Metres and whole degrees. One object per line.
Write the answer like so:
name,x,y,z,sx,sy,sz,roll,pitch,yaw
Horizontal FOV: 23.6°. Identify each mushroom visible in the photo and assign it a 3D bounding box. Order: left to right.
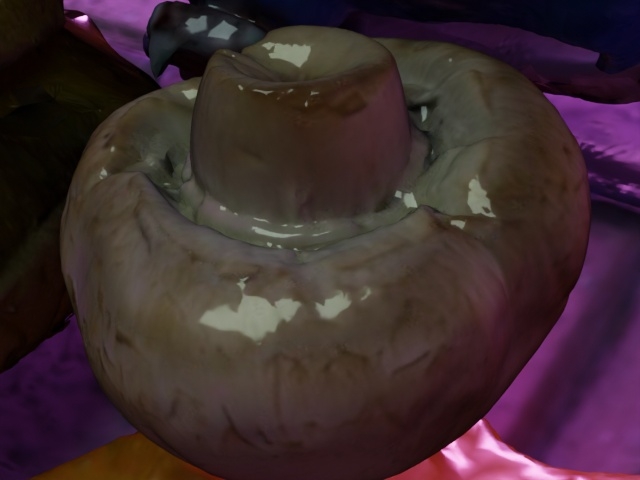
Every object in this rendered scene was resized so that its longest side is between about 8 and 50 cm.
mushroom,0.000,0.000,0.409,0.148,0.112,0.148,-3,29,2

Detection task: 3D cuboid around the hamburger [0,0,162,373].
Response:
hamburger,-0.202,-0.022,0.575,0.285,0.134,0.265,3,38,34

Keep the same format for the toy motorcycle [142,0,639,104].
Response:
toy motorcycle,0.039,-0.136,0.520,0.241,0.182,0.319,-3,8,-30

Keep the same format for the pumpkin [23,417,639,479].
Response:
pumpkin,0.004,0.110,0.439,0.290,0.095,0.258,28,57,35
